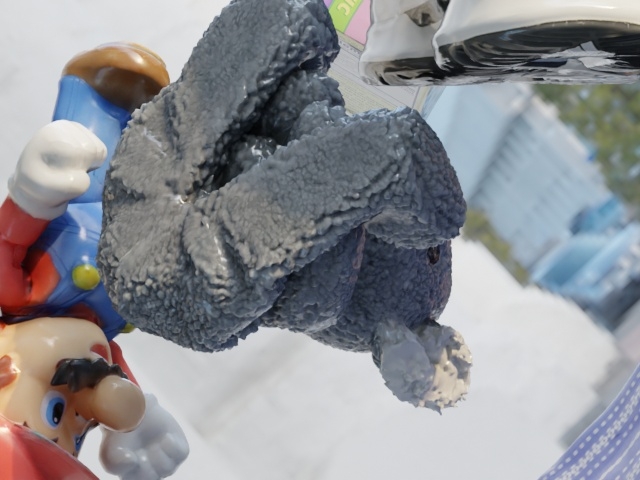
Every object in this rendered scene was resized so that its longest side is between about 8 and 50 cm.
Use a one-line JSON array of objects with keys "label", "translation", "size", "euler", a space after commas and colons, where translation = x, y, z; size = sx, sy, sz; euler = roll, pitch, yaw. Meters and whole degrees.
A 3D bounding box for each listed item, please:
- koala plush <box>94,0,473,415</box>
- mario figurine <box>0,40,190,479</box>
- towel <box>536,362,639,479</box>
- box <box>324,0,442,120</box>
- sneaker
[{"label": "koala plush", "translation": [0.000, 0.000, 1.071], "size": [0.203, 0.196, 0.221], "euler": [-43, -39, 9]}, {"label": "mario figurine", "translation": [-0.132, 0.042, 1.141], "size": [0.170, 0.198, 0.320], "euler": [-28, 40, 57]}, {"label": "towel", "translation": [0.213, 0.109, 1.006], "size": [0.243, 0.040, 0.336], "euler": [-55, 9, 9]}, {"label": "box", "translation": [0.082, -0.212, 1.482], "size": [0.213, 0.117, 0.243], "euler": [-59, -3, -8]}, {"label": "sneaker", "translation": [0.115, -0.221, 1.060], "size": [0.169, 0.257, 0.447], "euler": [-1, 2, -5]}]
